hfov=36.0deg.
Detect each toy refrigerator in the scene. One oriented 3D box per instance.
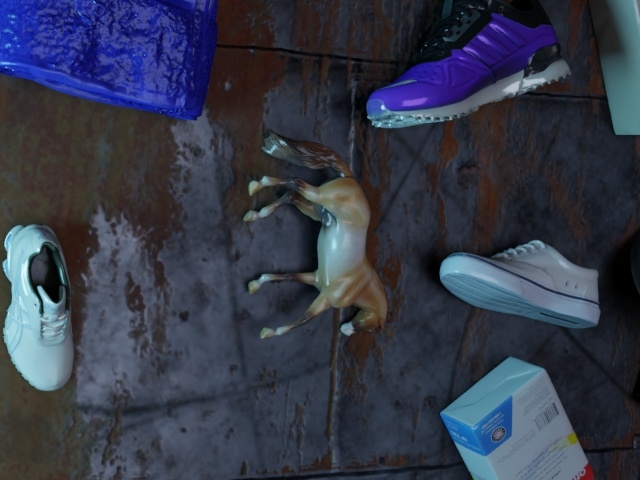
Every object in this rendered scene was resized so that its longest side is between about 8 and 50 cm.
[{"bbox_3d":[0.437,-0.285,1.318,0.102,0.094,0.269,-22,105,-24],"label":"toy refrigerator"}]

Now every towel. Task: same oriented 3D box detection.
[{"bbox_3d":[-0.193,-0.291,0.994,0.228,0.076,0.308,10,91,-29],"label":"towel"}]

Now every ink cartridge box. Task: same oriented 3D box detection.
[{"bbox_3d":[0.270,0.289,1.303,0.134,0.078,0.231,-34,110,-20],"label":"ink cartridge box"}]

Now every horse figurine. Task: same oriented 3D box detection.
[{"bbox_3d":[0.000,0.000,1.136,0.174,0.066,0.263,-9,102,-21],"label":"horse figurine"}]

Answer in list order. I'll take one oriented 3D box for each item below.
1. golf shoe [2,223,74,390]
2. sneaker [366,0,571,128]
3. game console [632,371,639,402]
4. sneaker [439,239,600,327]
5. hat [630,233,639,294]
[{"bbox_3d":[-0.279,0.073,0.985,0.069,0.086,0.176,-13,103,-28],"label":"golf shoe"},{"bbox_3d":[0.165,-0.228,1.185,0.293,0.102,0.146,-22,101,-29],"label":"sneaker"},{"bbox_3d":[0.532,0.309,1.465,0.213,0.044,0.361,21,85,-26],"label":"game console"},{"bbox_3d":[0.259,0.045,1.275,0.258,0.094,0.091,18,69,-33],"label":"sneaker"},{"bbox_3d":[0.588,0.073,1.396,0.331,0.331,0.134,-30,147,-22],"label":"hat"}]
